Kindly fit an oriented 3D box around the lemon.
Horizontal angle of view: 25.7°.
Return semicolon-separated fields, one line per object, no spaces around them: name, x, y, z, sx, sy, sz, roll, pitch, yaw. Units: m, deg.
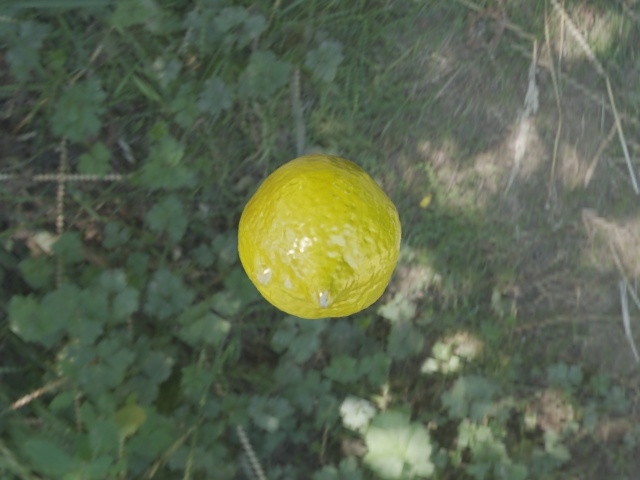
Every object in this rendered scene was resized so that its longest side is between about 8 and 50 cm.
lemon;0.000;0.000;0.553;0.065;0.092;0.065;-1;114;-2
